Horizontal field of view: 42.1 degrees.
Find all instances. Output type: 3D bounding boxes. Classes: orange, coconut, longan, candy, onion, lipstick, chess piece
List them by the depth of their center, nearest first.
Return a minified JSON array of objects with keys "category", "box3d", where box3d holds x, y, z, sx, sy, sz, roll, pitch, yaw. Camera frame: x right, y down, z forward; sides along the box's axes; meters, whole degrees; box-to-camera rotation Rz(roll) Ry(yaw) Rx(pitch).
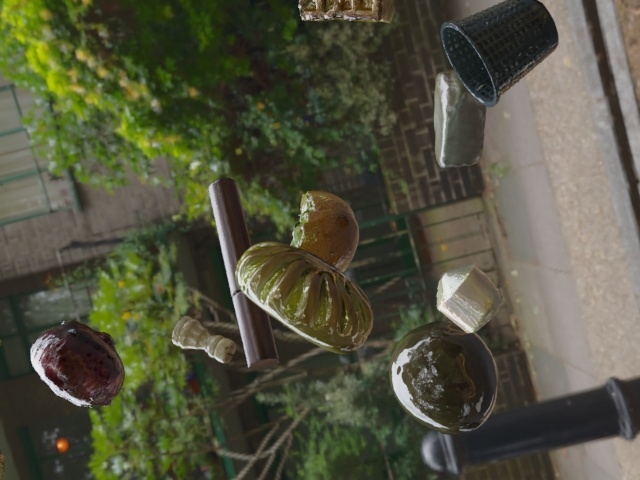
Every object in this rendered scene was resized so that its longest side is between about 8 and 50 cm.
[{"category":"lipstick","box3d":[-0.136,0.049,1.437,0.057,0.057,0.356,75,178,-65]},{"category":"coconut","box3d":[0.283,0.107,1.619,0.122,0.116,0.116,43,178,3]},{"category":"chess piece","box3d":[-0.233,0.202,1.680,0.066,0.122,0.066,-51,-27,-40]},{"category":"longan","box3d":[0.264,0.299,1.790,0.248,0.248,0.248,-14,-90,-90]},{"category":"candy","box3d":[0.309,-0.271,1.855,0.234,0.104,0.102,88,167,-45]},{"category":"orange","box3d":[0.005,0.003,1.909,0.179,0.159,0.237,97,-169,-46]},{"category":"onion","box3d":[-0.594,0.302,2.066,0.246,0.190,0.246,42,170,9]}]

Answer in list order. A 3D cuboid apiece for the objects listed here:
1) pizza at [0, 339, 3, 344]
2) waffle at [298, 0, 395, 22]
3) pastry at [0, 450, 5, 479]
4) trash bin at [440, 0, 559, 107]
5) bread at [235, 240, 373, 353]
[{"category":"pizza","box3d":[-0.733,0.266,1.439,0.080,0.392,0.435,49,160,-2]},{"category":"waffle","box3d":[0.051,-0.607,1.720,0.091,0.213,0.307,-27,-59,-52]},{"category":"pastry","box3d":[-0.894,0.510,1.820,0.388,0.313,0.388,56,177,5]},{"category":"trash bin","box3d":[0.326,-0.352,1.484,0.175,0.161,0.175,56,176,7]},{"category":"bread","box3d":[-0.020,0.073,1.171,0.213,0.104,0.213,33,-175,-3]}]
